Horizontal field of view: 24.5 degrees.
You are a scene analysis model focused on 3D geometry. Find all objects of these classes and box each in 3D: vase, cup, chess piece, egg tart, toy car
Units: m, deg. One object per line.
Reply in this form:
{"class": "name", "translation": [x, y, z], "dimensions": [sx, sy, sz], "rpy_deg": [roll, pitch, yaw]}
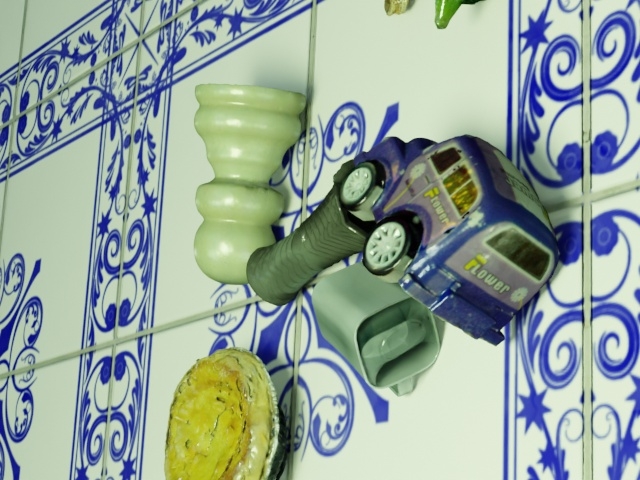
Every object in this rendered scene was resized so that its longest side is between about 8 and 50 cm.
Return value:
{"class": "vase", "translation": [0.000, 0.000, 1.743], "dimensions": [0.237, 0.115, 0.115], "rpy_deg": [-35, 52, 49]}
{"class": "cup", "translation": [0.064, 0.103, 1.617], "dimensions": [0.129, 0.095, 0.128], "rpy_deg": [39, 150, 58]}
{"class": "chess piece", "translation": [-0.101, -0.068, 1.893], "dimensions": [0.144, 0.144, 0.251], "rpy_deg": [2, 86, 57]}
{"class": "egg tart", "translation": [-0.109, 0.248, 1.821], "dimensions": [0.234, 0.094, 0.234], "rpy_deg": [-30, 52, 48]}
{"class": "toy car", "translation": [0.137, -0.023, 1.500], "dimensions": [0.158, 0.172, 0.235], "rpy_deg": [-43, 41, 18]}

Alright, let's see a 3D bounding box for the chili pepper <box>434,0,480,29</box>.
{"class": "chili pepper", "translation": [0.158, -0.364, 1.620], "dimensions": [0.099, 0.136, 0.270], "rpy_deg": [104, 176, -81]}

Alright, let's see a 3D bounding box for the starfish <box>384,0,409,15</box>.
{"class": "starfish", "translation": [0.103, -0.348, 1.750], "dimensions": [0.209, 0.053, 0.150], "rpy_deg": [-14, 63, 56]}
